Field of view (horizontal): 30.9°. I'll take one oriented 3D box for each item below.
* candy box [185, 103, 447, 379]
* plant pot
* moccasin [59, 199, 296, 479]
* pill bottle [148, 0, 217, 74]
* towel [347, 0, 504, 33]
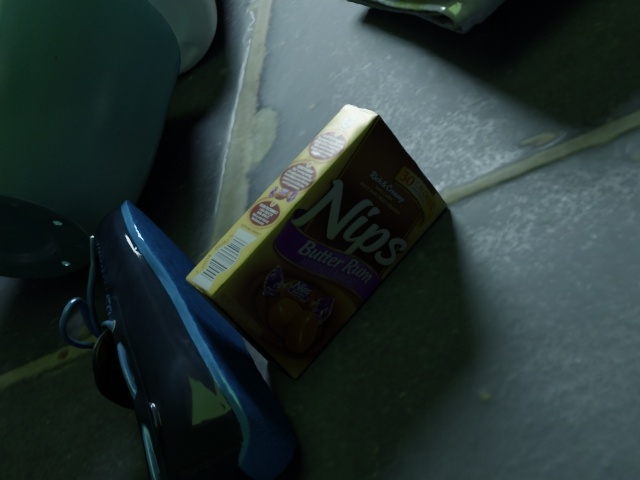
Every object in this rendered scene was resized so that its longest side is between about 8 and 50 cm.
[{"bbox_3d":[0.000,0.000,0.888,0.187,0.109,0.053,-49,35,-10],"label":"candy box"},{"bbox_3d":[-0.299,-0.102,1.154,0.293,0.293,0.235,-15,57,33],"label":"plant pot"},{"bbox_3d":[-0.137,0.082,0.910,0.117,0.137,0.342,-43,33,6],"label":"moccasin"},{"bbox_3d":[-0.207,-0.332,1.407,0.161,0.161,0.283,-29,36,17],"label":"pill bottle"},{"bbox_3d":[0.186,-0.355,1.085,0.374,0.090,0.320,-46,25,0],"label":"towel"}]
